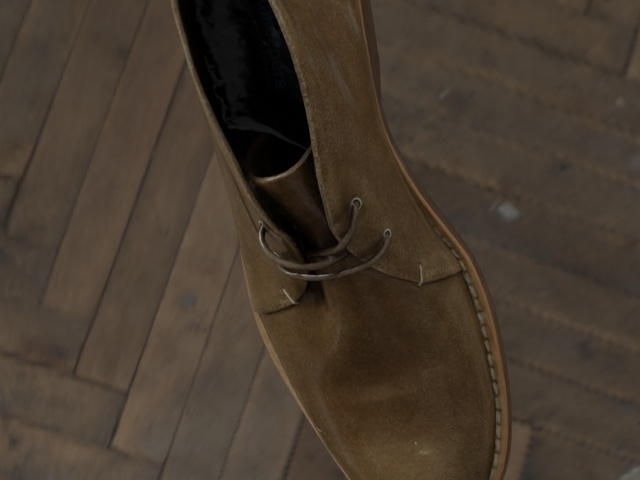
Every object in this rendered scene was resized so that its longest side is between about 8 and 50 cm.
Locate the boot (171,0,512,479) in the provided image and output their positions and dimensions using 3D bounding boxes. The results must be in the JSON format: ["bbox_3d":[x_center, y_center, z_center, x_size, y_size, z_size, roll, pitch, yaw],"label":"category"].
[{"bbox_3d":[0.000,0.000,0.876,0.112,0.115,0.305,-17,100,16],"label":"boot"}]
